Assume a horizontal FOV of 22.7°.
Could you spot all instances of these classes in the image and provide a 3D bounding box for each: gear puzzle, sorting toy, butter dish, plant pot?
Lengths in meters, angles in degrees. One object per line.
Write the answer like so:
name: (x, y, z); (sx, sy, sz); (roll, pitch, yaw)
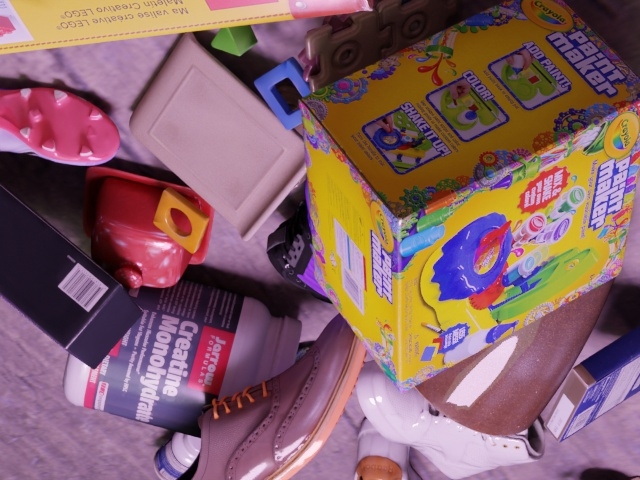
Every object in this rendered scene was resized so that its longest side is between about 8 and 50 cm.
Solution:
gear puzzle: (0.063, -0.115, 1.639); (0.175, 0.044, 0.339); (-26, 137, -19)
sorting toy: (-0.105, -0.115, 1.736); (0.196, 0.047, 0.348); (45, 139, 2)
butter dish: (-0.217, 0.004, 1.911); (0.159, 0.118, 0.160); (13, 144, -2)
plant pot: (0.229, 0.069, 1.811); (0.215, 0.215, 0.230); (26, 129, -17)

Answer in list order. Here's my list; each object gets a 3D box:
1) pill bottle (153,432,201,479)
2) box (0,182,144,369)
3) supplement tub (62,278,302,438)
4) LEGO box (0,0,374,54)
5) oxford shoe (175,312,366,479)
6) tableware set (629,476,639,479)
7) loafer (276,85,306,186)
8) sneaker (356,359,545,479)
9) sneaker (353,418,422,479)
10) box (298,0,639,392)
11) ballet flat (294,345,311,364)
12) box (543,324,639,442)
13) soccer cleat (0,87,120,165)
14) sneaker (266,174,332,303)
pill bottle: (-0.198, 0.314, 2.372); (0.067, 0.067, 0.120); (24, 143, -16)
box: (-0.343, 0.022, 1.852); (0.261, 0.103, 0.184); (39, 174, 10)
supplement tub: (-0.175, 0.147, 2.029); (0.272, 0.191, 0.191); (15, 145, -3)
LEGO box: (-0.190, -0.340, 1.212); (0.500, 0.373, 0.193); (-3, 142, 22)
oxford shoe: (-0.069, 0.217, 1.893); (0.132, 0.364, 0.130); (35, -174, -5)
tableware set: (0.368, 0.370, 2.299); (0.128, 0.039, 0.194); (19, 152, -29)
loafer: (-0.028, -0.110, 1.752); (0.056, 0.050, 0.148); (5, 144, 10)
sneaker: (0.185, 0.222, 2.106); (0.169, 0.108, 0.292); (-16, 145, 32)
sneaker: (0.089, 0.377, 2.325); (0.105, 0.123, 0.290); (1, 144, 13)
box: (0.147, -0.049, 1.561); (0.279, 0.177, 0.290); (-27, 147, -15)
ballet flat: (-0.058, 0.188, 2.159); (0.188, 0.070, 0.070); (-22, 132, 39)
box: (0.372, 0.146, 1.895); (0.036, 0.225, 0.136); (52, 153, 24)
soccer cleat: (-0.345, -0.130, 1.814); (0.248, 0.083, 0.095); (10, 164, 2)
sneaker: (0.000, 0.001, 1.835); (0.146, 0.102, 0.293); (4, 151, 19)
